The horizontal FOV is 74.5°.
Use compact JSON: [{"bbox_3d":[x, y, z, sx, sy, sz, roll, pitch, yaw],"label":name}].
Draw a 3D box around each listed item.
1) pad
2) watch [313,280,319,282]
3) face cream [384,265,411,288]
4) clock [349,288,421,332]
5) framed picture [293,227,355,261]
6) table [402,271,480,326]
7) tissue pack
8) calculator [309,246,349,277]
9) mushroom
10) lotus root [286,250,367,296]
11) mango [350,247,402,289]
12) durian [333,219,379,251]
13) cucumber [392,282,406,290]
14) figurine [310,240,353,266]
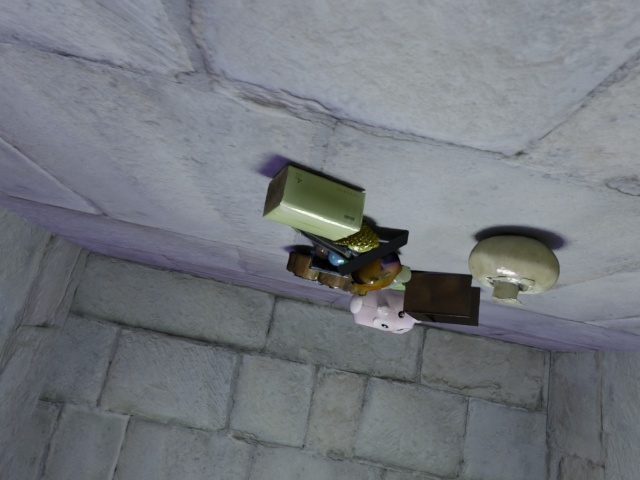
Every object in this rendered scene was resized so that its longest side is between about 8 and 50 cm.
[{"bbox_3d":[0.181,0.049,1.438,0.265,0.009,0.159,-26,161,0],"label":"pad"},{"bbox_3d":[0.024,0.188,2.269,0.275,0.068,0.276,19,164,-9],"label":"watch"},{"bbox_3d":[0.310,0.166,1.904,0.070,0.114,0.224,-28,-176,-32],"label":"face cream"},{"bbox_3d":[0.355,0.358,2.263,0.368,0.250,0.377,17,171,-15],"label":"clock"},{"bbox_3d":[0.000,0.000,1.468,0.281,0.019,0.209,30,174,24],"label":"framed picture"},{"bbox_3d":[0.546,0.259,1.879,0.282,0.196,0.250,0,160,30],"label":"table"},{"bbox_3d":[-0.017,-0.093,1.129,0.234,0.125,0.159,17,164,-23],"label":"tissue pack"},{"bbox_3d":[0.041,0.085,1.685,0.161,0.021,0.261,13,-164,1],"label":"calculator"},{"bbox_3d":[0.558,0.089,1.230,0.246,0.202,0.246,19,159,7],"label":"mushroom"},{"bbox_3d":[0.040,0.152,1.926,0.391,0.111,0.375,18,177,8],"label":"lotus root"},{"bbox_3d":[0.214,0.116,1.653,0.201,0.152,0.287,4,167,-6],"label":"mango"},{"bbox_3d":[0.124,-0.022,1.372,0.146,0.102,0.208,12,-172,3],"label":"durian"},{"bbox_3d":[0.359,0.187,1.990,0.115,0.062,0.116,-8,138,48],"label":"cucumber"},{"bbox_3d":[0.057,0.039,1.638,0.178,0.114,0.144,16,-168,34],"label":"figurine"}]
